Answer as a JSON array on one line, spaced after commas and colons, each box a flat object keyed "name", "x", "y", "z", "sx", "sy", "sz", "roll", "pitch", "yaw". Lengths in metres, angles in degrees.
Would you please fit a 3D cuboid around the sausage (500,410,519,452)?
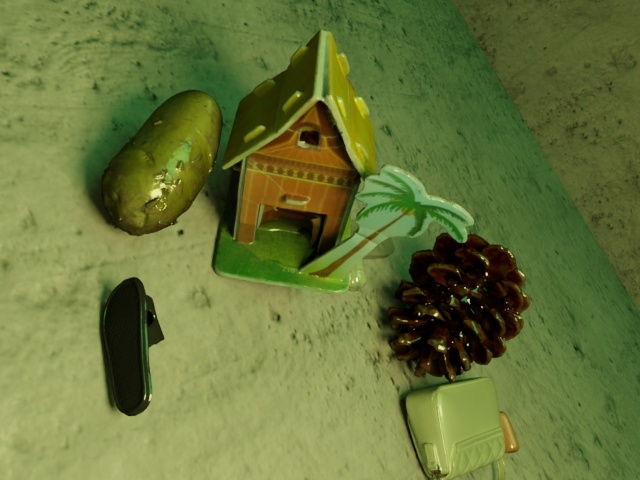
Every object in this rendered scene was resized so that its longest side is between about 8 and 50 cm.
[{"name": "sausage", "x": 0.369, "y": 0.382, "z": 1.301, "sx": 0.034, "sy": 0.034, "sz": 0.083, "roll": 15, "pitch": 50, "yaw": -47}]

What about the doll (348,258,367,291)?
[{"name": "doll", "x": 0.000, "y": 0.000, "z": 1.094, "sx": 0.214, "sy": 0.071, "sz": 0.103, "roll": 38, "pitch": 56, "yaw": -11}]

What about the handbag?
[{"name": "handbag", "x": 0.249, "y": 0.355, "z": 1.135, "sx": 0.256, "sy": 0.079, "sz": 0.219, "roll": 8, "pitch": 67, "yaw": -50}]

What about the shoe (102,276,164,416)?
[{"name": "shoe", "x": -0.206, "y": 0.122, "z": 0.738, "sx": 0.053, "sy": 0.062, "sz": 0.159, "roll": 34, "pitch": 36, "yaw": -53}]

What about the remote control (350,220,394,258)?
[{"name": "remote control", "x": 0.067, "y": 0.000, "z": 1.243, "sx": 0.245, "sy": 0.022, "sz": 0.077, "roll": 1, "pitch": 61, "yaw": -53}]

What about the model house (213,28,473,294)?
[{"name": "model house", "x": 0.037, "y": -0.129, "z": 0.928, "sx": 0.340, "sy": 0.323, "sz": 0.300, "roll": 9, "pitch": 48, "yaw": -5}]

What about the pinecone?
[{"name": "pinecone", "x": 0.241, "y": 0.120, "z": 1.183, "sx": 0.244, "sy": 0.244, "sz": 0.309, "roll": 54, "pitch": 46, "yaw": -5}]

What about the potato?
[{"name": "potato", "x": -0.196, "y": -0.107, "z": 0.859, "sx": 0.113, "sy": 0.149, "sz": 0.251, "roll": 36, "pitch": 44, "yaw": -10}]
